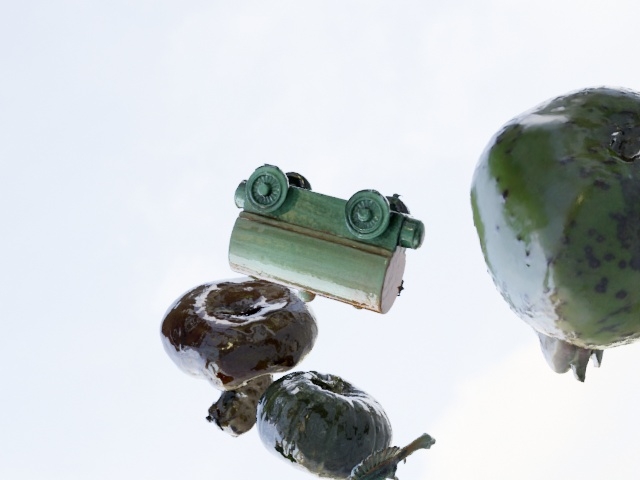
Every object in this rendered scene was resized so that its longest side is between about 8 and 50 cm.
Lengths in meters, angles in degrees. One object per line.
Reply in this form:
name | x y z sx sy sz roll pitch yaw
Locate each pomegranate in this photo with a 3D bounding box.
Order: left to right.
pomegranate | 0.292 0.010 1.298 0.285 0.285 0.341 -40 -30 -32

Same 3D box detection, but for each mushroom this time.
mushroom | -0.140 0.170 2.088 0.267 0.267 0.255 -40 -20 -33

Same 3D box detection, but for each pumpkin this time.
pumpkin | 0.007 0.284 1.886 0.223 0.223 0.157 8 -77 -55

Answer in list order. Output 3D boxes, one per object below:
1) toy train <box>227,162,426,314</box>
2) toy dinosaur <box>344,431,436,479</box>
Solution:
toy train | 0.000 0.000 1.675 0.116 0.285 0.177 6 -82 -69
toy dinosaur | 0.057 0.272 1.421 0.187 0.044 0.106 5 -47 -40
